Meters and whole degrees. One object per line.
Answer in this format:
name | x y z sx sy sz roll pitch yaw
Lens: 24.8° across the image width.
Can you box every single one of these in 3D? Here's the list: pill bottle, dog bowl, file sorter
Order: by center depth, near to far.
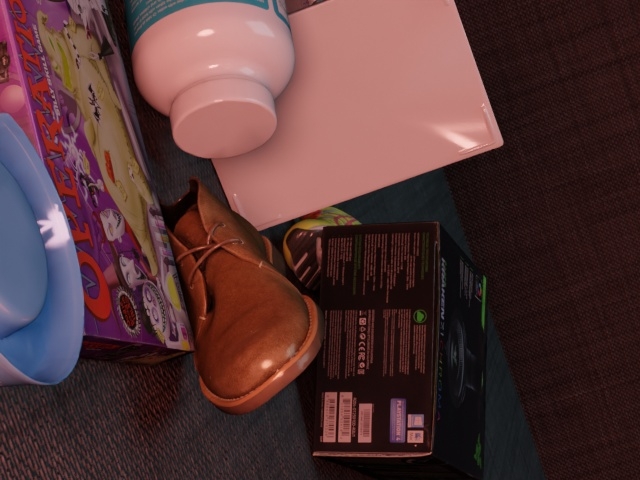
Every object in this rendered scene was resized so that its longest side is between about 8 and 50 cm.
dog bowl | -0.221 -0.030 0.735 0.297 0.074 0.166 57 19 -48
pill bottle | -0.104 -0.208 1.313 0.146 0.146 0.264 51 24 -58
file sorter | 0.021 -0.158 1.500 0.173 0.277 0.193 -80 149 -73

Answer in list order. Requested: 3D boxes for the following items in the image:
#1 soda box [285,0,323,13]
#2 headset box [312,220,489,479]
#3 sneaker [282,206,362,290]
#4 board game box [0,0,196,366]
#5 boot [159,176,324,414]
soda box | -0.006 -0.189 1.817 0.091 0.098 0.286 -26 98 -76
headset box | 0.097 0.134 1.604 0.283 0.131 0.246 42 48 -67
sneaker | 0.000 0.000 1.667 0.094 0.081 0.208 45 11 21
board game box | -0.183 -0.085 1.040 0.208 0.056 0.347 15 57 -70
boot | -0.079 0.038 1.147 0.115 0.112 0.305 53 2 -22
